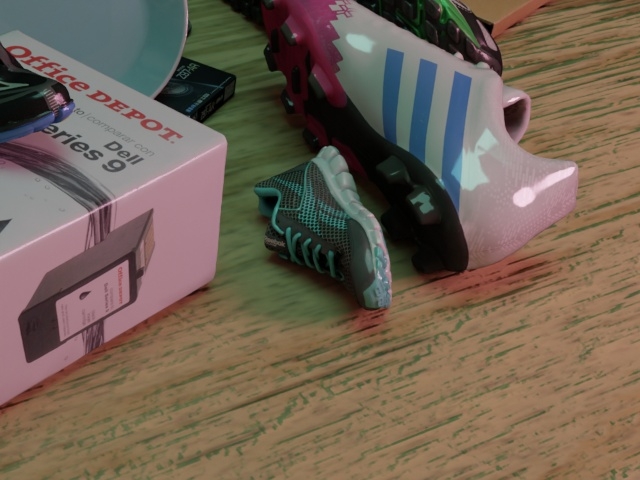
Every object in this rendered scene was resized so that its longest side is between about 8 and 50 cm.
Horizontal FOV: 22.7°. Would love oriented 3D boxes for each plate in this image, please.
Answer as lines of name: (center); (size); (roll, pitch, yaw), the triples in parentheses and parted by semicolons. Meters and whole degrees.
plate: (-0.198, -0.176, 1.252); (0.188, 0.188, 0.024); (3, -3, -9)

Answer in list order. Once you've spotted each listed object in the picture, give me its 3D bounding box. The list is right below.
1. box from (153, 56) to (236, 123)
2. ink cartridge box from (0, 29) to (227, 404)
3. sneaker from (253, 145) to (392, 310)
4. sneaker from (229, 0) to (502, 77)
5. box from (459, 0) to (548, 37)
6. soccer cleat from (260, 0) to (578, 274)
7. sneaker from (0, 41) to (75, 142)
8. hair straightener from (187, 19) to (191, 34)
box: (-0.116, -0.120, 1.295); (0.067, 0.018, 0.083); (21, 36, 17)
ink cartridge box: (-0.230, -0.010, 1.015); (0.211, 0.121, 0.289); (28, 39, 27)
sneaker: (0.000, 0.000, 1.126); (0.076, 0.065, 0.166); (-17, 36, -8)
sneaker: (0.048, -0.220, 1.379); (0.146, 0.134, 0.343); (-14, 40, -32)
box: (0.148, -0.263, 1.565); (0.164, 0.021, 0.201); (27, 37, 24)
soccer cleat: (0.071, -0.104, 1.224); (0.143, 0.116, 0.331); (-23, 52, -16)
sneaker: (-0.230, -0.116, 0.990); (0.188, 0.078, 0.067); (30, 39, 29)
hair straightener: (-0.166, -0.242, 1.435); (0.089, 0.047, 0.230); (-7, 37, -22)
